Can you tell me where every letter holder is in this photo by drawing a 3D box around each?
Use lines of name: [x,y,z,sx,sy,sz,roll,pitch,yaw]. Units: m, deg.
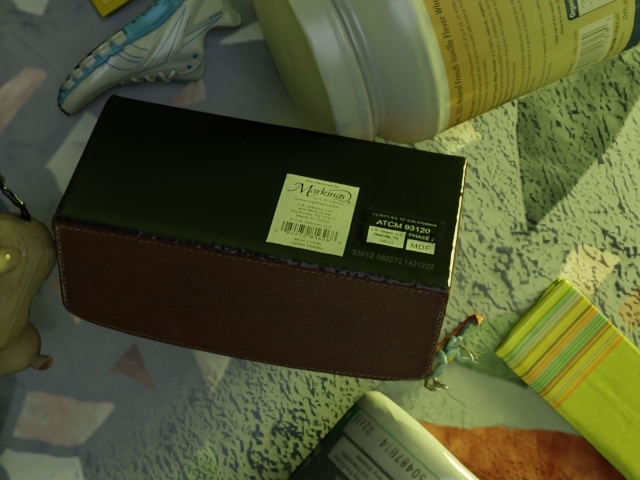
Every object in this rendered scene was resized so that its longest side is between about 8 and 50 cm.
letter holder: [-0.049,0.030,1.032,0.302,0.214,0.152,11,47,3]

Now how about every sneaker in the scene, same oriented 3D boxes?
sneaker: [-0.150,-0.166,1.117,0.190,0.071,0.083,-40,104,-6]

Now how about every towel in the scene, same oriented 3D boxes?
towel: [0.287,0.151,1.237,0.237,0.021,0.102,44,91,-10]

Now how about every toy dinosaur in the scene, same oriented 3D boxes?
toy dinosaur: [0.123,0.104,1.194,0.090,0.047,0.082,17,71,0]

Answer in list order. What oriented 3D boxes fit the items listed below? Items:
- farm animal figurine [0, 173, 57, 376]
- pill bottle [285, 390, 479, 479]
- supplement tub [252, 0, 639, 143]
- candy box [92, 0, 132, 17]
farm animal figurine: [-0.341,0.108,1.027,0.330,0.172,0.327,-5,96,28]
pill bottle: [0.002,0.329,1.099,0.204,0.204,0.361,43,85,-9]
supplement tub: [0.116,-0.221,1.079,0.316,0.228,0.228,-24,97,-9]
candy box: [-0.138,-0.298,1.102,0.206,0.027,0.105,-31,101,11]
